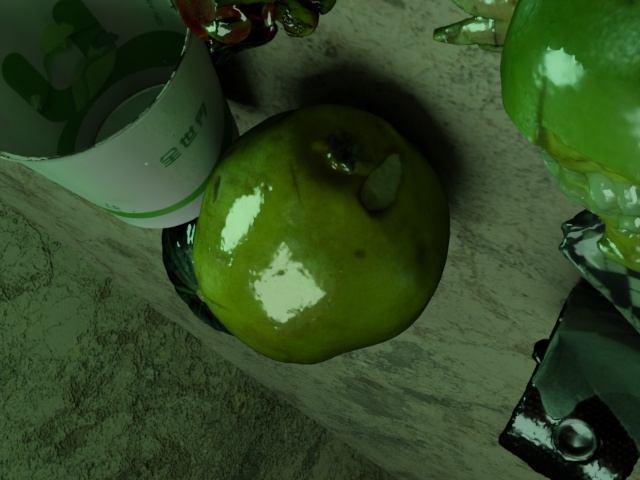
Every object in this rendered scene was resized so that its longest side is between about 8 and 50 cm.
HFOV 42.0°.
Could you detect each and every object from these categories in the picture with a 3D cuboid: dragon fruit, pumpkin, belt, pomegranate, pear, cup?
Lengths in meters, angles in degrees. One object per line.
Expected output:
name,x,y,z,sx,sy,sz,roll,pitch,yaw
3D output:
dragon fruit,-0.076,-0.217,0.681,0.175,0.142,0.138,7,-162,-25
pumpkin,-0.089,0.014,1.118,0.250,0.216,0.250,37,140,40
belt,0.294,0.162,0.880,0.164,0.184,0.289,28,-163,16
pomegranate,0.186,-0.114,0.448,0.302,0.236,0.236,48,177,45
pear,0.000,0.000,0.868,0.269,0.269,0.321,24,151,16
cup,-0.206,-0.145,0.867,0.253,0.253,0.274,22,167,20

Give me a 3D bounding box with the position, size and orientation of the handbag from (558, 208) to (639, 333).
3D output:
handbag,0.391,0.039,0.587,0.316,0.180,0.416,42,163,-8
